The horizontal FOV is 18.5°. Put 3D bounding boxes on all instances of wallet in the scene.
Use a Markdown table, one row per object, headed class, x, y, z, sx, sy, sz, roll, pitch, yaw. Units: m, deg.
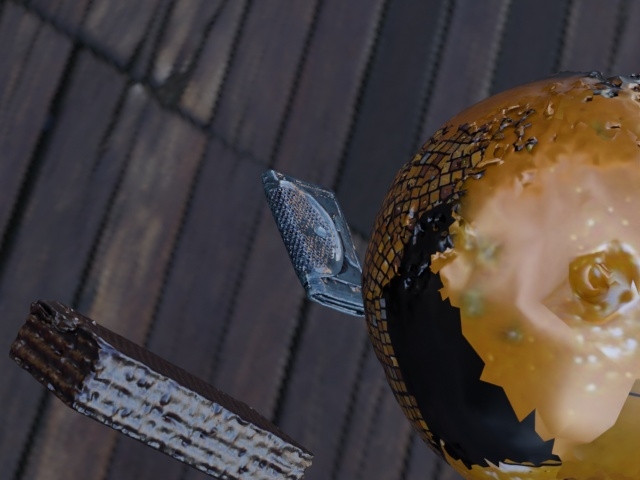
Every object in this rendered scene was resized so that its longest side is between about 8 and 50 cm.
| class | x | y | z | sx | sy | sz | roll | pitch | yaw |
| --- | --- | --- | --- | --- | --- | --- | --- | --- | --- |
| wallet | 0.000 | 0.000 | 1.614 | 0.088 | 0.026 | 0.129 | 19 | 41 | -46 |

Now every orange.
| class | x | y | z | sx | sy | sz | roll | pitch | yaw |
| --- | --- | --- | --- | --- | --- | --- | --- | --- | --- |
| orange | 0.138 | 0.027 | 0.997 | 0.234 | 0.182 | 0.234 | 0 | 83 | -1 |

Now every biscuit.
| class | x | y | z | sx | sy | sz | roll | pitch | yaw |
| --- | --- | --- | --- | --- | --- | --- | --- | --- | --- |
| biscuit | -0.148 | 0.161 | 1.901 | 0.073 | 0.107 | 0.388 | -56 | 143 | -2 |
